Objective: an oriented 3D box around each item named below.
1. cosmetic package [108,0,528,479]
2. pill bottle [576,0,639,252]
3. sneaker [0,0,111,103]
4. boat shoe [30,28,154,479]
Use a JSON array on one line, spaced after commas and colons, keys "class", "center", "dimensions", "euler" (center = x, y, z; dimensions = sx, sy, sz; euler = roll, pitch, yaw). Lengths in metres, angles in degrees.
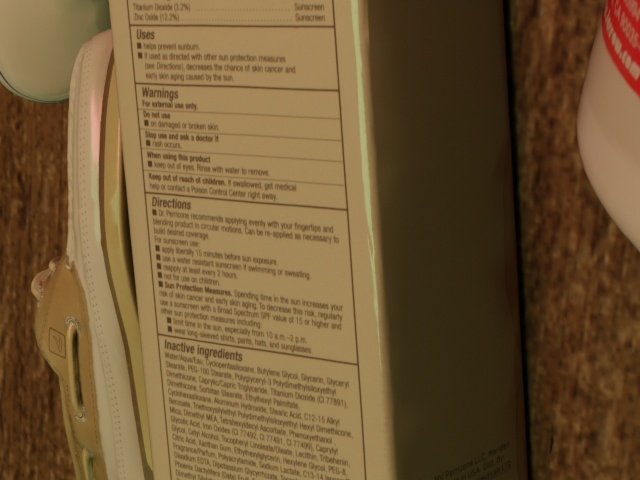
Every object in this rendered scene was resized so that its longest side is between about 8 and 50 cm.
[{"class": "cosmetic package", "center": [0.000, 0.000, 0.890], "dimensions": [0.160, 0.113, 0.309], "euler": [7, 105, 40]}, {"class": "pill bottle", "center": [0.231, -0.171, 0.543], "dimensions": [0.229, 0.229, 0.407], "euler": [33, 127, 30]}, {"class": "sneaker", "center": [-0.112, -0.172, 0.936], "dimensions": [0.091, 0.094, 0.258], "euler": [-107, 33, -56]}, {"class": "boat shoe", "center": [-0.100, 0.035, 0.986], "dimensions": [0.103, 0.113, 0.302], "euler": [4, 105, 35]}]
